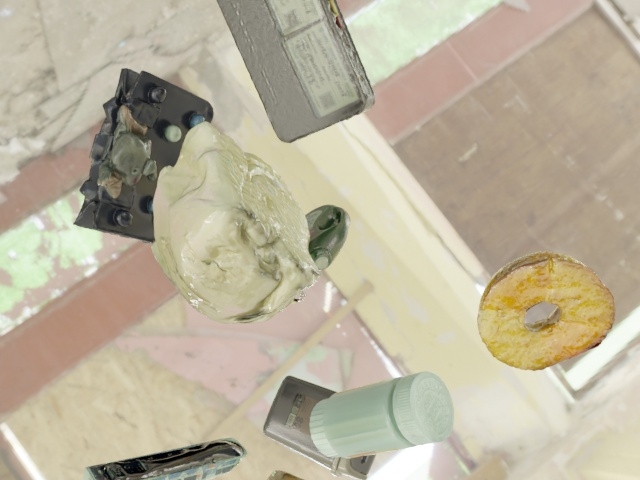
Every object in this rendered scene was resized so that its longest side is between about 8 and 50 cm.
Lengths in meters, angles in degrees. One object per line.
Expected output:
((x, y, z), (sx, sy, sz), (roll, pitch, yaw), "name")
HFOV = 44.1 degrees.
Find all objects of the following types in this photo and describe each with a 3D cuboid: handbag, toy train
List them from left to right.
((-0.352, -0.159, 1.569), (0.269, 0.119, 0.325), (15, 90, -59), "handbag")
((-0.182, 0.277, 0.956), (0.208, 0.043, 0.047), (-2, 118, -41), "toy train")

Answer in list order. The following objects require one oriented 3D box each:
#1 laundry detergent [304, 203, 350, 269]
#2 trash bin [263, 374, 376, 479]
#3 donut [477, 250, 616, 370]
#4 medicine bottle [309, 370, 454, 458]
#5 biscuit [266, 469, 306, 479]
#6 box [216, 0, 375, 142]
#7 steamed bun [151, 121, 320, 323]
((0.000, 0.000, 1.446), (0.137, 0.063, 0.211), (-37, -163, 5), "laundry detergent")
((0.017, 0.482, 2.043), (0.182, 0.291, 0.209), (58, 54, -68), "trash bin")
((0.318, 0.096, 1.137), (0.190, 0.174, 0.074), (-46, -166, 22), "donut")
((0.131, 0.402, 1.789), (0.318, 0.158, 0.158), (-23, -174, 39), "medicine bottle")
((0.093, 0.440, 1.087), (0.076, 0.394, 0.368), (-62, 172, -19), "biscuit")
((-0.052, -0.370, 1.454), (0.211, 0.350, 0.058), (-17, -170, 32), "box")
((-0.151, -0.006, 1.213), (0.207, 0.280, 0.268), (-33, 139, 16), "steamed bun")
